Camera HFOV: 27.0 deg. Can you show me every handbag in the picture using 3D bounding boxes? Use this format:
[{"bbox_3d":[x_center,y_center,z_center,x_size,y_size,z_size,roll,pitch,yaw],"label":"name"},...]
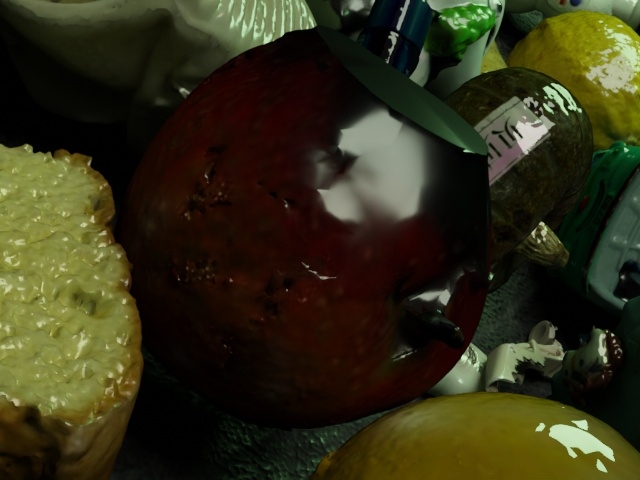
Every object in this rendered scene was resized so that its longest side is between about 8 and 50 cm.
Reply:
[{"bbox_3d":[0.283,0.199,1.174,0.100,0.269,0.274,8,49,-24],"label":"handbag"}]

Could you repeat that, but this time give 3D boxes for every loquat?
[{"bbox_3d":[0.098,0.267,0.935,0.359,0.328,0.328,-13,54,0],"label":"loquat"}]

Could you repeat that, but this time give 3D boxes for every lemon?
[{"bbox_3d":[0.314,-0.172,1.598,0.192,0.192,0.231,12,38,-32],"label":"lemon"}]

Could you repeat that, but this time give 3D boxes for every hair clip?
[{"bbox_3d":[0.199,0.115,1.318,0.072,0.034,0.226,56,24,19],"label":"hair clip"}]

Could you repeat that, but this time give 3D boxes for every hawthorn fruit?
[{"bbox_3d":[-0.009,-0.009,1.012,0.316,0.316,0.316,23,42,-23],"label":"hawthorn fruit"}]

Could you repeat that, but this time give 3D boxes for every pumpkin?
[{"bbox_3d":[0.167,-0.038,1.305,0.189,0.260,0.260,49,39,10],"label":"pumpkin"}]

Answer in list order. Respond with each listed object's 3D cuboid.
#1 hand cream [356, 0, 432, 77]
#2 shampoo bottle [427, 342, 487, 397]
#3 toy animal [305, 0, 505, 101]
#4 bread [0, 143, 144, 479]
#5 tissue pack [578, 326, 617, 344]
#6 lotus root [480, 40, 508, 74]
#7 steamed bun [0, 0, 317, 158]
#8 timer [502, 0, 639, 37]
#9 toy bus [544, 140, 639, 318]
[{"bbox_3d":[0.034,-0.102,1.251,0.061,0.120,0.271,21,83,6],"label":"hand cream"},{"bbox_3d":[0.088,0.098,1.272,0.152,0.045,0.077,32,39,-11],"label":"shampoo bottle"},{"bbox_3d":[0.085,-0.235,1.422,0.266,0.212,0.213,-25,70,-22],"label":"toy animal"},{"bbox_3d":[-0.234,0.074,0.905,0.194,0.179,0.340,14,29,-24],"label":"bread"},{"bbox_3d":[0.332,0.160,1.440,0.085,0.028,0.138,-5,62,-39],"label":"tissue pack"},{"bbox_3d":[0.170,-0.173,1.551,0.097,0.110,0.258,70,6,-50],"label":"lotus root"},{"bbox_3d":[-0.163,-0.231,1.188,0.368,0.255,0.343,51,28,-54],"label":"steamed bun"},{"bbox_3d":[0.374,-0.308,1.767,0.383,0.270,0.270,32,38,6],"label":"timer"},{"bbox_3d":[0.415,0.026,1.489,0.343,0.184,0.199,27,3,-19],"label":"toy bus"}]
